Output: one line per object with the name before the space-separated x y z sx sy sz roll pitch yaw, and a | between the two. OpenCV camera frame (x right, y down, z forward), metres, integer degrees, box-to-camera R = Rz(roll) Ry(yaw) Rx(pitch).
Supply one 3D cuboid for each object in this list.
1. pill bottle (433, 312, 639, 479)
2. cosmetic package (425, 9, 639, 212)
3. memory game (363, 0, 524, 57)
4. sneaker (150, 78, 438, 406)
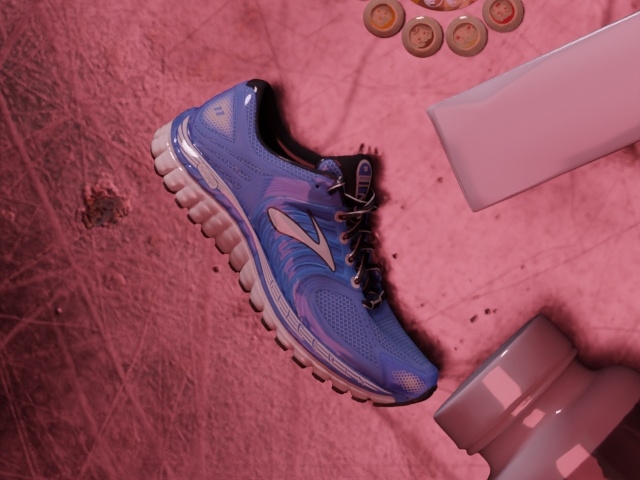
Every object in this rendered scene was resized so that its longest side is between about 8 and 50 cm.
pill bottle | 0.250 0.217 1.563 0.318 0.176 0.176 45 100 4
cosmetic package | 0.283 -0.147 1.473 0.377 0.284 0.097 -24 90 12
memory game | 0.106 -0.250 1.634 0.186 0.012 0.186 1 94 10
sneaker | 0.000 0.000 1.615 0.147 0.130 0.330 -38 87 13
